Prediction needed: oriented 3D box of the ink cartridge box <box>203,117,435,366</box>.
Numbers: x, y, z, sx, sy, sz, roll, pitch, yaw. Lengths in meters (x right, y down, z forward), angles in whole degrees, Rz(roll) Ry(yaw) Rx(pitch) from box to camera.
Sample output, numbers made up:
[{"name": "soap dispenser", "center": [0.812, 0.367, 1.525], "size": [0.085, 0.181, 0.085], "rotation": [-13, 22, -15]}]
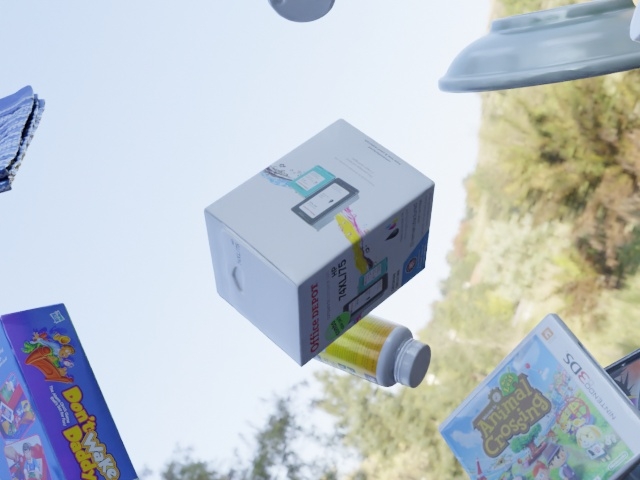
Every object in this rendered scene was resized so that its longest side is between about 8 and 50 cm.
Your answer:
[{"name": "ink cartridge box", "center": [0.000, 0.000, 1.373], "size": [0.270, 0.197, 0.198], "rotation": [-36, -32, -26]}]

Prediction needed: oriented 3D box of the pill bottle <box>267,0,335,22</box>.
[{"name": "pill bottle", "center": [-0.028, -0.476, 1.586], "size": [0.117, 0.118, 0.208], "rotation": [91, -179, -53]}]

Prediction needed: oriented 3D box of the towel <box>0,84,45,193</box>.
[{"name": "towel", "center": [-0.475, -0.103, 1.165], "size": [0.336, 0.243, 0.040], "rotation": [-111, 4, -64]}]

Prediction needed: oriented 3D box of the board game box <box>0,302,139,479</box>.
[{"name": "board game box", "center": [-0.349, 0.252, 1.039], "size": [0.078, 0.233, 0.347], "rotation": [-10, -21, -48]}]

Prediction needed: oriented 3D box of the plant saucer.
[{"name": "plant saucer", "center": [0.375, -0.309, 1.453], "size": [0.400, 0.401, 0.100], "rotation": [-39, -60, -66]}]

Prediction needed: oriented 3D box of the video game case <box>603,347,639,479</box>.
[{"name": "video game case", "center": [0.389, 0.292, 1.196], "size": [0.275, 0.248, 0.035], "rotation": [-31, -18, 8]}]

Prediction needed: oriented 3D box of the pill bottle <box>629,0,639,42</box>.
[{"name": "pill bottle", "center": [0.401, -0.209, 0.945], "size": [0.087, 0.160, 0.087], "rotation": [-162, 90, -89]}]

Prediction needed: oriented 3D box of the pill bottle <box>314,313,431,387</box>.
[{"name": "pill bottle", "center": [0.088, 0.194, 1.717], "size": [0.117, 0.215, 0.117], "rotation": [-37, -44, -47]}]

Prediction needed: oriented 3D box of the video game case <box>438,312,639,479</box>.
[{"name": "video game case", "center": [0.256, 0.224, 1.091], "size": [0.023, 0.193, 0.212], "rotation": [15, -59, -46]}]
